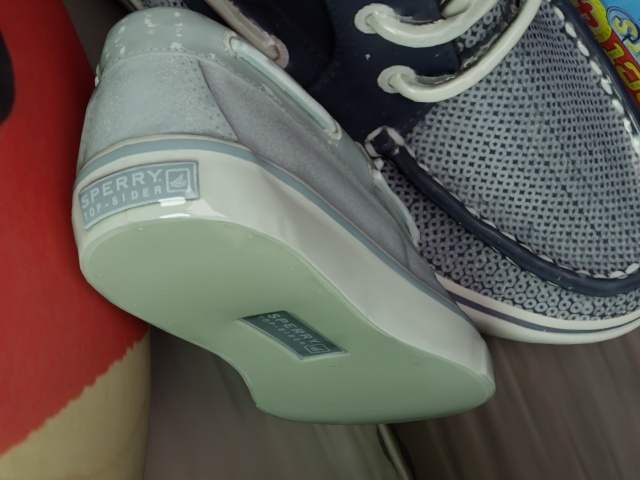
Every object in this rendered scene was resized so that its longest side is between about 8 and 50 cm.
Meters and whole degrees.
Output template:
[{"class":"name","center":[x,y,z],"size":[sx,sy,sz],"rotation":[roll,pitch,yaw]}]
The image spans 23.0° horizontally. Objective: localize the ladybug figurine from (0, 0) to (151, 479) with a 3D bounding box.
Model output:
[{"class":"ladybug figurine","center":[-0.204,-0.032,0.410],"size":[0.305,0.162,0.449],"rotation":[-32,96,-22]}]

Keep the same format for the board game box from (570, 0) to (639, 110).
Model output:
[{"class":"board game box","center":[0.202,-0.183,0.633],"size":[0.308,0.086,0.302],"rotation":[-41,100,-21]}]

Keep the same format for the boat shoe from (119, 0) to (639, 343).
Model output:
[{"class":"boat shoe","center":[0.020,-0.089,0.509],"size":[0.340,0.158,0.127],"rotation":[39,71,-13]}]

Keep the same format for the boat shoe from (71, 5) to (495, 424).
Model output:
[{"class":"boat shoe","center":[-0.001,0.000,0.483],"size":[0.079,0.227,0.081],"rotation":[-10,67,19]}]
